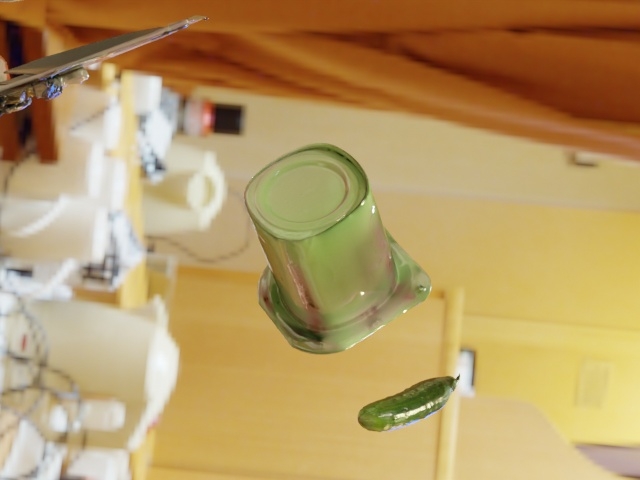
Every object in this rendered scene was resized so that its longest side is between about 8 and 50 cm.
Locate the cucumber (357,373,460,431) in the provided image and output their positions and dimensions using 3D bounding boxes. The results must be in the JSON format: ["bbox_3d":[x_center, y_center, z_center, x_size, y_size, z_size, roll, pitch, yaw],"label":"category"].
[{"bbox_3d":[0.095,0.166,1.525,0.155,0.037,0.037,-17,118,-44],"label":"cucumber"}]

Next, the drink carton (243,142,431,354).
[{"bbox_3d":[0.000,0.000,1.381,0.146,0.144,0.142,50,-12,40],"label":"drink carton"}]

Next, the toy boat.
[{"bbox_3d":[-0.288,-0.188,1.591,0.219,0.318,0.072,18,-47,63],"label":"toy boat"}]
